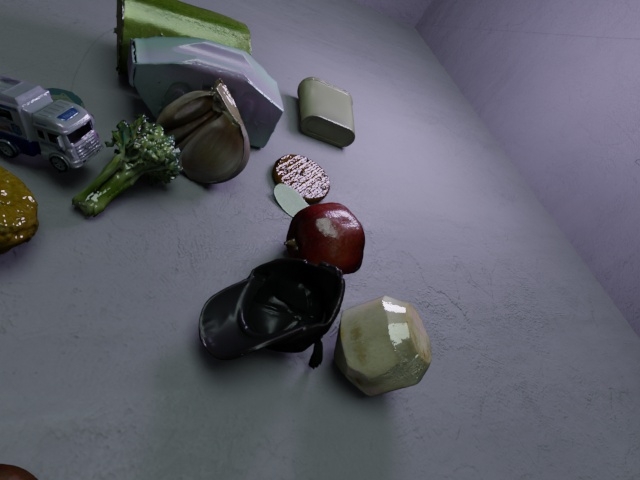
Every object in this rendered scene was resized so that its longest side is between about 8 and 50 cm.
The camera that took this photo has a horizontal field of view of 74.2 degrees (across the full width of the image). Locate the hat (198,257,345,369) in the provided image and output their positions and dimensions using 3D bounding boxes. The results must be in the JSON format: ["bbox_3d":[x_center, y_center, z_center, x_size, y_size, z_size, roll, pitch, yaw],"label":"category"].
[{"bbox_3d":[-0.102,0.193,0.974,0.336,0.209,0.238,-29,51,-27],"label":"hat"}]

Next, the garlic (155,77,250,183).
[{"bbox_3d":[-0.322,-0.286,1.180,0.237,0.292,0.210,28,27,-48],"label":"garlic"}]

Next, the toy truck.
[{"bbox_3d":[-0.643,-0.267,0.943,0.267,0.156,0.124,16,44,4],"label":"toy truck"}]

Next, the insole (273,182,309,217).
[{"bbox_3d":[-0.057,-0.091,1.318,0.232,0.003,0.080,42,66,0],"label":"insole"}]

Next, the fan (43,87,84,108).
[{"bbox_3d":[-0.690,-0.353,1.139,0.113,0.005,0.175,-15,62,-42],"label":"fan"}]

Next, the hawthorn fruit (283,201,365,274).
[{"bbox_3d":[0.000,0.000,1.165,0.249,0.215,0.215,-10,60,-34],"label":"hawthorn fruit"}]

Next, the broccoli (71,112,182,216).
[{"bbox_3d":[-0.444,-0.168,1.018,0.177,0.198,0.275,65,31,-42],"label":"broccoli"}]

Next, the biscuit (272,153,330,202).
[{"bbox_3d":[-0.062,-0.206,1.413,0.212,0.036,0.212,17,48,-19],"label":"biscuit"}]

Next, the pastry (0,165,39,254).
[{"bbox_3d":[-0.652,-0.075,0.783,0.240,0.132,0.235,46,18,-27],"label":"pastry"}]

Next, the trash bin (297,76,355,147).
[{"bbox_3d":[0.024,-0.509,1.680,0.243,0.121,0.248,16,49,-23],"label":"trash bin"}]

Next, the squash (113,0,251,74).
[{"bbox_3d":[-0.447,-0.617,1.349,0.383,0.263,0.263,3,52,-31],"label":"squash"}]

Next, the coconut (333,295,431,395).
[{"bbox_3d":[0.140,0.259,1.022,0.241,0.241,0.241,19,45,-20],"label":"coconut"}]

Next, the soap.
[{"bbox_3d":[-0.340,-0.447,1.271,0.445,0.261,0.156,5,54,-32],"label":"soap"}]

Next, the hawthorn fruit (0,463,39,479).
[{"bbox_3d":[-0.425,0.420,0.519,0.208,0.208,0.248,-32,91,-46],"label":"hawthorn fruit"}]
